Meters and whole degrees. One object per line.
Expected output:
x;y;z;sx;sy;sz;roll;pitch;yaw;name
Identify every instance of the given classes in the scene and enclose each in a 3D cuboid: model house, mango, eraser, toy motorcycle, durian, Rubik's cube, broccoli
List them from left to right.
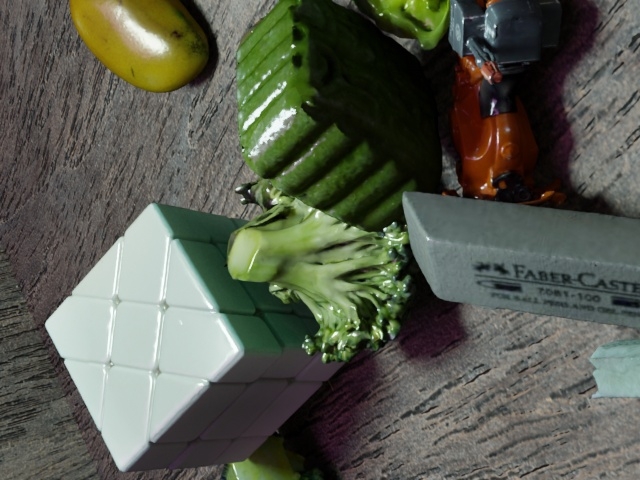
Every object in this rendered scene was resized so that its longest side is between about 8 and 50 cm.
-0.329;-0.391;2.035;0.317;0.173;0.211;42;134;22;mango
-0.203;0.165;1.867;0.319;0.316;0.322;-46;63;21;Rubik's cube
-0.099;0.424;2.083;0.194;0.170;0.211;107;141;-64;model house
0.021;0.002;1.634;0.324;0.272;0.334;-56;39;5;broccoli
0.106;-0.332;1.402;0.250;0.101;0.139;45;107;41;durian
0.210;-0.151;1.324;0.221;0.148;0.325;-111;16;-52;toy motorcycle
0.255;0.026;1.253;0.353;0.077;0.111;8;143;21;eraser

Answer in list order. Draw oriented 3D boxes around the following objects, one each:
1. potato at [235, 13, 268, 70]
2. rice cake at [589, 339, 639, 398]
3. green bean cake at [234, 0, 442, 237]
-0.023;-0.259;1.623;0.262;0.165;0.165;32;131;42;potato
0.389;0.143;1.255;0.206;0.069;0.063;-11;99;61;rice cake
0.025;-0.161;1.378;0.156;0.247;0.250;-40;37;31;green bean cake
